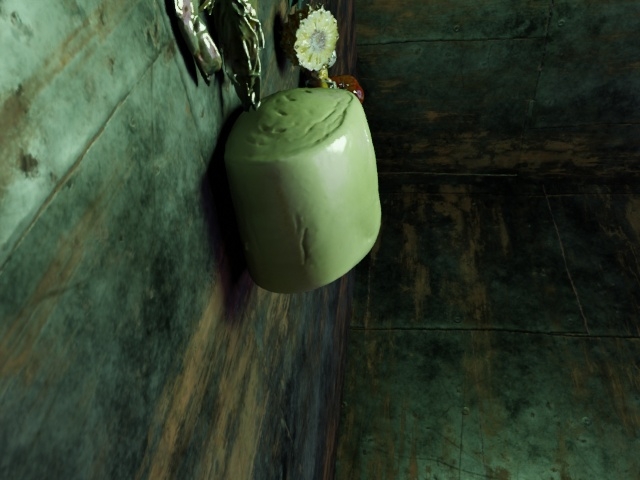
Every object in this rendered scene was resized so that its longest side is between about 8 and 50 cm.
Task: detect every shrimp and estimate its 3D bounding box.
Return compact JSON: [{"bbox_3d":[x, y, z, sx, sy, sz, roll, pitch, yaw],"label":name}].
[{"bbox_3d":[-0.167,-0.369,0.888,0.247,0.085,0.361,-67,155,-44],"label":"shrimp"}]

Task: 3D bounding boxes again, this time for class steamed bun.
[{"bbox_3d":[-0.017,-0.136,1.155,0.456,0.289,0.372,-76,163,-55],"label":"steamed bun"}]

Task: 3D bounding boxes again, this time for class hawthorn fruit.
[{"bbox_3d":[0.073,-0.551,2.089,0.202,0.185,0.185,144,-52,-82],"label":"hawthorn fruit"}]

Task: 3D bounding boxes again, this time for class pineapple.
[{"bbox_3d":[-0.051,-0.554,1.446,0.161,0.136,0.176,-47,144,-11],"label":"pineapple"}]

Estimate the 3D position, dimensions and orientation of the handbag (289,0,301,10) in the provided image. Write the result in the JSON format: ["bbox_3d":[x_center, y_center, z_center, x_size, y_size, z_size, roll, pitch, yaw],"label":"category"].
[{"bbox_3d":[-0.061,-0.793,1.571,0.144,0.057,0.221,86,9,-51],"label":"handbag"}]

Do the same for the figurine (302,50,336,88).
[{"bbox_3d":[-0.002,-0.529,1.768,0.240,0.115,0.175,-88,175,-47],"label":"figurine"}]
